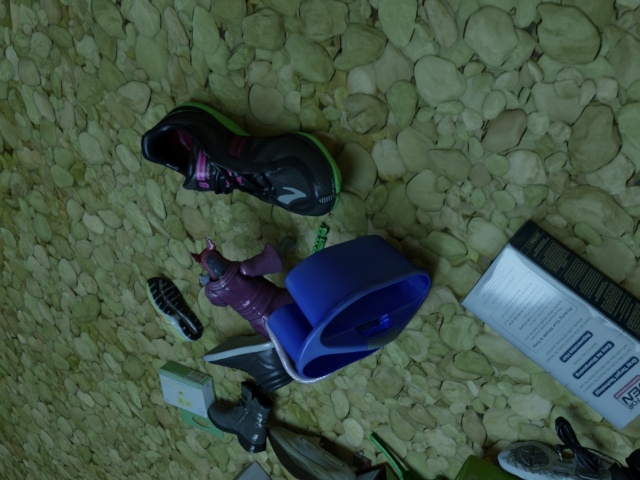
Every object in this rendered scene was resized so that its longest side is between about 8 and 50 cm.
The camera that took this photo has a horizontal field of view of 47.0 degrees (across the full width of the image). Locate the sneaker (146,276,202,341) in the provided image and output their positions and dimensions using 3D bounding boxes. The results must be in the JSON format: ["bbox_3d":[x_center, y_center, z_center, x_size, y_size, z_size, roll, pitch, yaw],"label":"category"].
[{"bbox_3d":[-0.411,0.195,1.987,0.094,0.081,0.209,-27,98,46],"label":"sneaker"}]

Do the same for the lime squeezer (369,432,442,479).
[{"bbox_3d":[0.251,0.548,1.717,0.310,0.058,0.110,12,90,33],"label":"lime squeezer"}]

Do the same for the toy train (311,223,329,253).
[{"bbox_3d":[0.000,0.000,1.597,0.023,0.017,0.083,25,129,11],"label":"toy train"}]

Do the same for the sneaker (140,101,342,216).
[{"bbox_3d":[-0.170,-0.144,1.513,0.482,0.202,0.185,19,126,29],"label":"sneaker"}]

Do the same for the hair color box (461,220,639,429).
[{"bbox_3d":[0.440,0.144,1.280,0.347,0.105,0.174,39,133,13],"label":"hair color box"}]

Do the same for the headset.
[{"bbox_3d":[0.563,0.359,1.236,0.185,0.243,0.394,53,154,1],"label":"headset"}]

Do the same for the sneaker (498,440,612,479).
[{"bbox_3d":[0.468,0.483,1.475,0.232,0.090,0.115,10,124,35],"label":"sneaker"}]

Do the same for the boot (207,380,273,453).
[{"bbox_3d":[-0.211,0.450,1.994,0.246,0.083,0.161,22,108,45],"label":"boot"}]

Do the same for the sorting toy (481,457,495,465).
[{"bbox_3d":[0.439,0.602,1.596,0.196,0.047,0.348,-19,105,37],"label":"sorting toy"}]

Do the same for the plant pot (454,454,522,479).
[{"bbox_3d":[0.340,0.621,1.503,0.227,0.207,0.228,26,125,17],"label":"plant pot"}]

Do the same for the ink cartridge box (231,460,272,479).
[{"bbox_3d":[-0.187,0.730,2.125,0.143,0.090,0.092,49,134,2],"label":"ink cartridge box"}]

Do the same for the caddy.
[{"bbox_3d":[0.068,0.136,1.418,0.179,0.341,0.241,47,131,27],"label":"caddy"}]

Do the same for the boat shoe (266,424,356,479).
[{"bbox_3d":[-0.029,0.557,1.898,0.302,0.098,0.109,24,136,48],"label":"boat shoe"}]

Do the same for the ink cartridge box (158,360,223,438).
[{"bbox_3d":[-0.377,0.479,2.149,0.171,0.056,0.235,12,120,31],"label":"ink cartridge box"}]

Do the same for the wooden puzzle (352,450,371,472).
[{"bbox_3d":[0.104,0.562,1.857,0.049,0.006,0.083,23,128,26],"label":"wooden puzzle"}]

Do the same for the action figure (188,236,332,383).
[{"bbox_3d":[-0.147,0.139,1.607,0.370,0.276,0.248,38,121,-24],"label":"action figure"}]

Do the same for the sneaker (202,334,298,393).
[{"bbox_3d":[-0.177,0.320,1.862,0.295,0.104,0.147,-15,104,40],"label":"sneaker"}]

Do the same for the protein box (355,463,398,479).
[{"bbox_3d":[0.124,0.692,1.823,0.200,0.136,0.201,52,134,-4],"label":"protein box"}]
